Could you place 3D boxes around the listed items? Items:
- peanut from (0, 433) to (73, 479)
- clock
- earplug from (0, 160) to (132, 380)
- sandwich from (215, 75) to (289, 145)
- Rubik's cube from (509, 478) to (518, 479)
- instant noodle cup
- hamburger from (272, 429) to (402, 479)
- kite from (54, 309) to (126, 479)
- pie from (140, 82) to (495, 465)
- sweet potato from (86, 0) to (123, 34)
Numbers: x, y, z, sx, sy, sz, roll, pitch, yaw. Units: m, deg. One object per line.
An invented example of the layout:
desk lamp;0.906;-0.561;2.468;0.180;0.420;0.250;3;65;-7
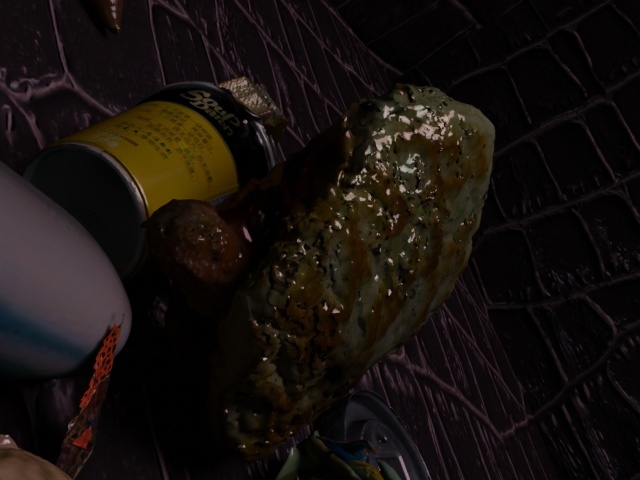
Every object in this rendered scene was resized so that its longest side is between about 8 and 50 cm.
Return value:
peanut;-0.219;0.198;0.432;0.129;0.129;0.224;57;17;-14
clock;0.095;0.377;1.121;0.313;0.061;0.313;51;21;-28
earplug;-0.254;0.019;0.551;0.324;0.185;0.185;47;23;-52
sandwich;-0.127;-0.237;1.377;0.090;0.088;0.244;62;18;12
Rubik's cube;0.325;0.550;1.336;0.162;0.163;0.161;54;19;-34
instant noodle cup;-0.183;-0.054;0.807;0.216;0.215;0.236;60;26;-6
hamburger;0.032;0.347;0.837;0.261;0.150;0.276;66;-11;-1
kite;-0.199;0.171;0.620;0.125;0.008;0.222;104;7;-70
pie;0.030;0.042;0.824;0.180;0.418;0.395;40;-34;32
sweet potato;-0.366;-0.464;1.086;0.346;0.079;0.108;54;32;-12
